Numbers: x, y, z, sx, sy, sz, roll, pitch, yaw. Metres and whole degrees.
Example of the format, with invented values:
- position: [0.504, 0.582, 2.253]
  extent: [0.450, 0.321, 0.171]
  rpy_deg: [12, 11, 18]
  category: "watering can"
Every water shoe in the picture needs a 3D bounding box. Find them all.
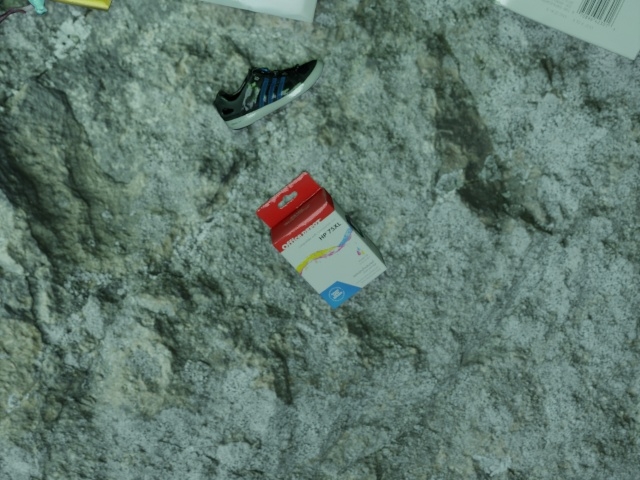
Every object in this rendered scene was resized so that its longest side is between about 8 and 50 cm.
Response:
- position: [-0.091, -0.269, 1.662]
  extent: [0.203, 0.073, 0.080]
  rpy_deg: [-31, 112, 8]
  category: "water shoe"

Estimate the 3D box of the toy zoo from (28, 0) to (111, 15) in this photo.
- position: [-0.388, -0.489, 1.493]
  extent: [0.192, 0.030, 0.293]
  rpy_deg: [19, 89, -14]
  category: "toy zoo"

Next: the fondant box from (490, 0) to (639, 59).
- position: [0.353, -0.401, 1.507]
  extent: [0.238, 0.330, 0.096]
  rpy_deg: [18, 110, -14]
  category: "fondant box"

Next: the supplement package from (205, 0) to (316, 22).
- position: [-0.090, -0.478, 1.523]
  extent: [0.194, 0.149, 0.203]
  rpy_deg: [9, 113, -10]
  category: "supplement package"

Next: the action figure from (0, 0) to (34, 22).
- position: [-0.643, -0.282, 1.571]
  extent: [0.248, 0.276, 0.370]
  rpy_deg: [32, 131, 12]
  category: "action figure"

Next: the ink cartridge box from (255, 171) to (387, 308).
- position: [0.000, 0.000, 1.793]
  extent: [0.134, 0.078, 0.231]
  rpy_deg: [-39, 112, 11]
  category: "ink cartridge box"
